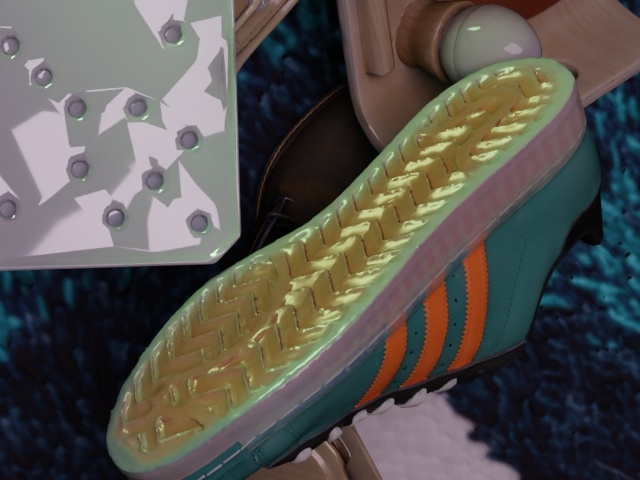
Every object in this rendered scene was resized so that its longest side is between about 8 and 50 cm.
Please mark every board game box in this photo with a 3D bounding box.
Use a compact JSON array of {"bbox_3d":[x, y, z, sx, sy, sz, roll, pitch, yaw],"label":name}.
[{"bbox_3d":[-0.240,-0.176,0.889,0.390,0.050,0.390,-2,87,-2],"label":"board game box"}]

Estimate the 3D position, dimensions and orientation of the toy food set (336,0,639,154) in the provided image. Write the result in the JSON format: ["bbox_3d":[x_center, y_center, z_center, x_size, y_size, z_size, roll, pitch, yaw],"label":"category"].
[{"bbox_3d":[0.109,-0.203,0.939,0.219,0.092,0.306,-32,129,-34],"label":"toy food set"}]

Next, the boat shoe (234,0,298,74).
[{"bbox_3d":[-0.006,-0.184,0.985,0.302,0.113,0.103,-39,99,-5],"label":"boat shoe"}]

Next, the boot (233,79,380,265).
[{"bbox_3d":[0.000,0.000,0.968,0.082,0.106,0.219,30,78,-13],"label":"boot"}]

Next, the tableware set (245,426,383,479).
[{"bbox_3d":[0.009,0.170,0.962,0.194,0.128,0.039,63,33,-10],"label":"tableware set"}]

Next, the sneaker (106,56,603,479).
[{"bbox_3d":[0.035,0.043,0.872,0.302,0.108,0.121,-40,125,-17],"label":"sneaker"}]
